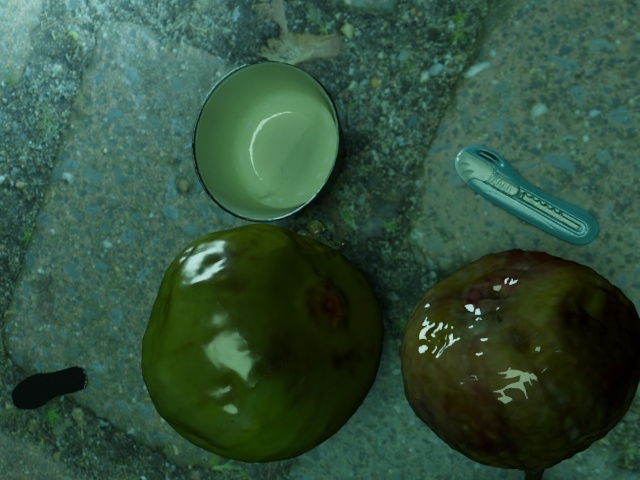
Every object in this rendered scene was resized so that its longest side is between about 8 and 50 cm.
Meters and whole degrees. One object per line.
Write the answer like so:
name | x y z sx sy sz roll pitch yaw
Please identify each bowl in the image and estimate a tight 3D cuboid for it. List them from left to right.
bowl | -0.064 -0.142 0.944 0.238 0.126 0.237 0 89 20

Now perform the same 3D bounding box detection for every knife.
knife | 0.288 -0.065 0.867 0.222 0.031 0.064 35 97 16

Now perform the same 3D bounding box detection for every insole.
insole | -0.520 0.281 1.172 0.188 0.004 0.064 -19 84 19

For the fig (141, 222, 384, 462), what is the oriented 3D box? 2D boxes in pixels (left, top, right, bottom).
fig | -0.093 0.151 0.866 0.343 0.343 0.343 0 90 20

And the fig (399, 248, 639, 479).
fig | 0.261 0.201 0.796 0.286 0.286 0.368 -7 124 20

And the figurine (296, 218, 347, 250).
figurine | 0.000 0.000 0.969 0.083 0.047 0.050 38 87 23
